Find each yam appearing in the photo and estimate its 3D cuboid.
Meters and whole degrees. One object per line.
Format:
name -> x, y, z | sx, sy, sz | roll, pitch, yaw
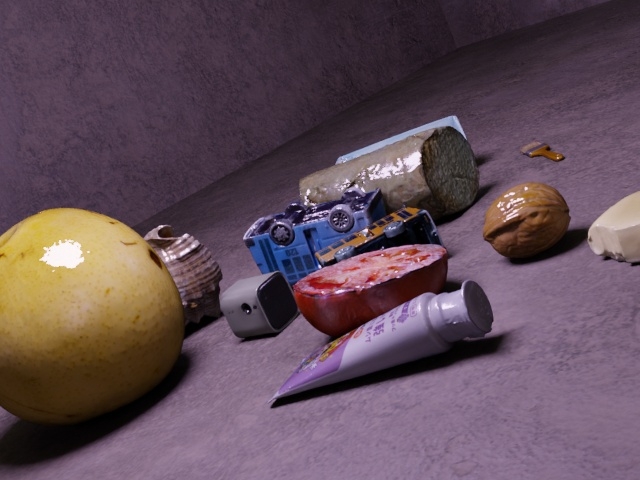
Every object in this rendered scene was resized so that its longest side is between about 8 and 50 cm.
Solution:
yam -> 0.122, -0.091, 1.606 | 0.304, 0.168, 0.168 | -18, 15, 25

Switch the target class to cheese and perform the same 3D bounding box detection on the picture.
cheese -> 0.427, -0.043, 1.146 | 0.127, 0.050, 0.255 | -16, 14, 35

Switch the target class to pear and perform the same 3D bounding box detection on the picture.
pear -> -0.388, 0.118, 1.377 | 0.348, 0.348, 0.348 | -23, 14, 6

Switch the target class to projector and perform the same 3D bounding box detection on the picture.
projector -> -0.097, 0.102, 1.411 | 0.082, 0.083, 0.083 | -14, 18, 38

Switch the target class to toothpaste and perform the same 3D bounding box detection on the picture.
toothpaste -> 0.067, 0.129, 1.091 | 0.299, 0.073, 0.114 | -25, 11, 31

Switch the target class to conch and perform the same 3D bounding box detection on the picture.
conch -> -0.265, 0.078, 1.588 | 0.178, 0.245, 0.163 | 0, 34, -12

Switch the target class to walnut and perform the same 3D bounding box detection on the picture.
walnut -> 0.282, -0.026, 1.229 | 0.124, 0.105, 0.105 | -22, 13, 27

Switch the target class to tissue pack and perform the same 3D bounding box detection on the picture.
tissue pack -> 0.155, -0.155, 1.826 | 0.263, 0.089, 0.177 | -20, -9, -14

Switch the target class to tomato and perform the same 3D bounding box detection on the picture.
tomato -> 0.078, 0.071, 1.223 | 0.225, 0.085, 0.225 | -17, 7, 2

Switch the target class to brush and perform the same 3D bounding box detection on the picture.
brush -> 0.425, -0.168, 1.689 | 0.043, 0.014, 0.170 | -26, 14, -1

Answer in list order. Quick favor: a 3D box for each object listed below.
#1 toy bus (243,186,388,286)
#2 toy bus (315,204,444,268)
toy bus -> 0.000, 0.000, 1.527 | 0.234, 0.133, 0.116 | -13, 20, 21
toy bus -> 0.092, 0.021, 1.386 | 0.182, 0.091, 0.103 | -27, 14, -5
